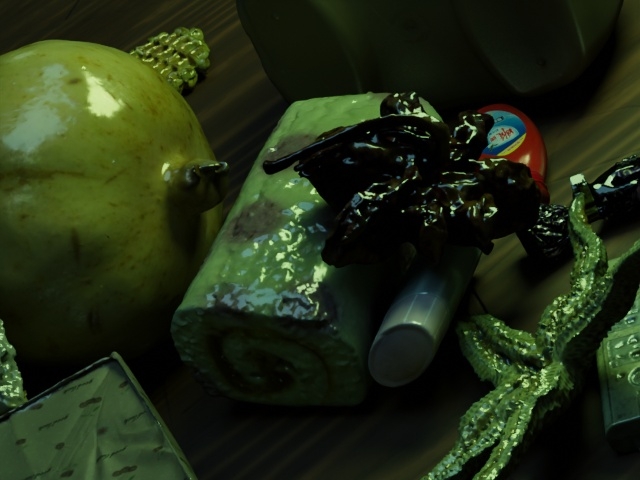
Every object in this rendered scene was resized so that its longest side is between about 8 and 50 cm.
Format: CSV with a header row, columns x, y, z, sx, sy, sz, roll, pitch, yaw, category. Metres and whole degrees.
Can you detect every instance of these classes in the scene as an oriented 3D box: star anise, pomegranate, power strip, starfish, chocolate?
x,y,z,sx,sy,sz,roll,pitch,yaw,category
0.090,-0.052,1.633,0.220,0.126,0.190,-27,69,-34,star anise
-0.230,-0.028,1.806,0.342,0.342,0.342,-19,33,13,pomegranate
0.275,0.095,1.530,0.092,0.034,0.268,-17,33,15,power strip
0.166,0.109,1.535,0.358,0.078,0.347,-51,15,3,starfish
0.248,-0.037,1.718,0.147,0.070,0.072,-36,37,-5,chocolate

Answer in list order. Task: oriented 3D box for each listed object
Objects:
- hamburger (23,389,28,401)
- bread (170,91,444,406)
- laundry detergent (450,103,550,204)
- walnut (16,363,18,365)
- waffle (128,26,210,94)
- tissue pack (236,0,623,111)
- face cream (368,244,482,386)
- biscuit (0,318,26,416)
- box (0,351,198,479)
x,y,z,sx,sy,sz,roll,pitch,yaw,category
-0.343,0.222,1.703,0.237,0.149,0.237,-15,42,14,hamburger
0.000,0.000,1.759,0.187,0.155,0.338,-2,38,26,bread
0.182,-0.073,1.831,0.097,0.049,0.165,-32,32,5,laundry detergent
-0.377,0.102,1.947,0.116,0.115,0.207,-39,41,-18,walnut
-0.223,-0.207,2.335,0.191,0.038,0.191,-19,33,13,waffle
0.124,-0.291,1.979,0.387,0.267,0.277,-10,33,28,tissue pack
0.099,0.050,1.665,0.084,0.057,0.198,-54,5,37,face cream
-0.346,0.070,1.664,0.133,0.032,0.250,-37,64,28,biscuit
-0.183,0.270,1.476,0.225,0.190,0.297,-30,32,-8,box
